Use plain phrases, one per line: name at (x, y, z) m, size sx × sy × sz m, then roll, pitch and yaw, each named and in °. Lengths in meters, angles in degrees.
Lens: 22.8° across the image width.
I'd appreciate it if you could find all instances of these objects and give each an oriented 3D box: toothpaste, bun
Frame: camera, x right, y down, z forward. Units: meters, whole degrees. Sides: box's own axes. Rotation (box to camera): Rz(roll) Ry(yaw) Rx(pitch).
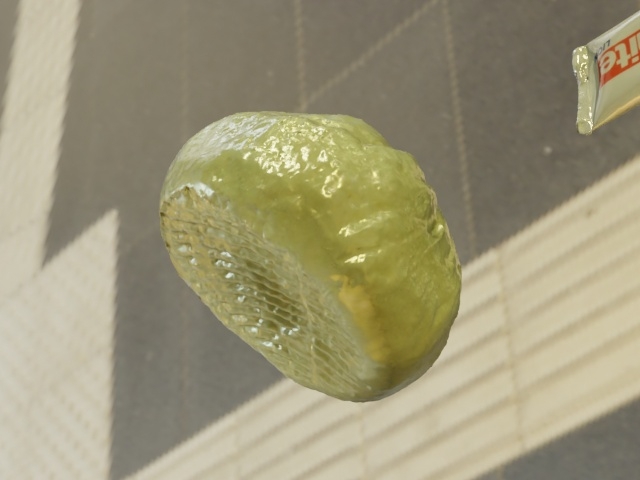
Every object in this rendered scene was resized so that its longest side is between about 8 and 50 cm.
toothpaste at (0.188, -0.108, 0.629) m, size 0.218 × 0.033 × 0.052 m, roll -31°, pitch 43°, yaw 36°
bun at (0.000, 0.000, 0.934) m, size 0.118 × 0.195 × 0.195 m, roll -47°, pitch 24°, yaw -27°
